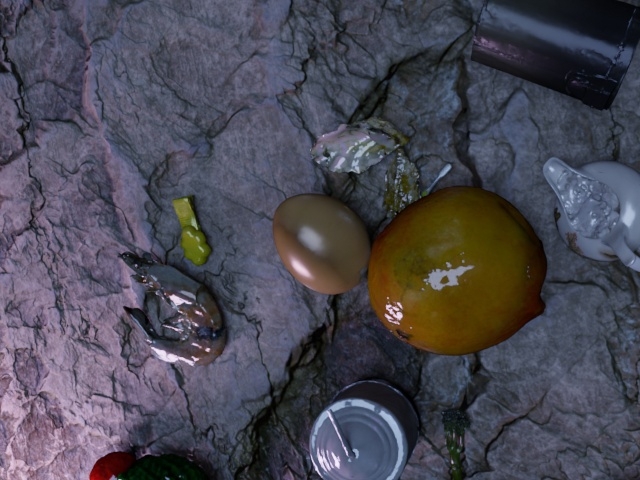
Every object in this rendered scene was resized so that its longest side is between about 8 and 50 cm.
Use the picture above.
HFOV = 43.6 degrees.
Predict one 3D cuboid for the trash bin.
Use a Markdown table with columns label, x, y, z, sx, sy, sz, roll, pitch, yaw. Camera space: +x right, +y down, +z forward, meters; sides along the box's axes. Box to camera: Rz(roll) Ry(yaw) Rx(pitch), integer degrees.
| label | x | y | z | sx | sy | sz | roll | pitch | yaw |
| --- | --- | --- | --- | --- | --- | --- | --- | --- | --- |
| trash bin | 0.465 | -0.402 | 1.585 | 0.302 | 0.203 | 0.252 | 23 | 63 | 13 |

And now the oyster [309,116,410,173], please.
| label | x | y | z | sx | sy | sz | roll | pitch | yaw |
| --- | --- | --- | --- | --- | --- | --- | --- | --- | --- |
| oyster | 0.078 | -0.222 | 1.793 | 0.209 | 0.072 | 0.133 | -26 | 119 | 31 |

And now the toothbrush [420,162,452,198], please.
| label | x | y | z | sx | sy | sz | roll | pitch | yaw |
| --- | --- | --- | --- | --- | --- | --- | --- | --- | --- |
| toothbrush | 0.207 | -0.071 | 1.795 | 0.022 | 0.026 | 0.263 | 44 | 106 | 13 |

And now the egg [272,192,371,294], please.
| label | x | y | z | sx | sy | sz | roll | pitch | yaw |
| --- | --- | --- | --- | --- | --- | --- | --- | --- | --- |
| egg | 0.000 | 0.000 | 1.765 | 0.201 | 0.201 | 0.244 | -42 | 114 | 17 |

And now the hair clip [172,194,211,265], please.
| label | x | y | z | sx | sy | sz | roll | pitch | yaw |
| --- | --- | --- | --- | --- | --- | --- | --- | --- | --- |
| hair clip | -0.312 | -0.023 | 1.941 | 0.072 | 0.046 | 0.173 | -9 | 96 | 21 |

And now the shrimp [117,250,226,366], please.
| label | x | y | z | sx | sy | sz | roll | pitch | yaw |
| --- | --- | --- | --- | --- | --- | --- | --- | --- | --- |
| shrimp | -0.384 | 0.168 | 1.976 | 0.360 | 0.085 | 0.247 | 46 | 113 | 3 |

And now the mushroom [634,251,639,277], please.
| label | x | y | z | sx | sy | sz | roll | pitch | yaw |
| --- | --- | --- | --- | --- | --- | --- | --- | --- | --- |
| mushroom | 0.749 | 0.047 | 1.574 | 0.218 | 0.212 | 0.291 | -29 | 95 | 10 |

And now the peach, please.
| label | x | y | z | sx | sy | sz | roll | pitch | yaw |
| --- | --- | --- | --- | --- | --- | --- | --- | --- | --- |
| peach | 0.283 | 0.063 | 1.649 | 0.373 | 0.290 | 0.372 | -9 | 58 | 15 |

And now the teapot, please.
| label | x | y | z | sx | sy | sz | roll | pitch | yaw |
| --- | --- | --- | --- | --- | --- | --- | --- | --- | --- |
| teapot | 0.571 | -0.053 | 1.606 | 0.204 | 0.139 | 0.298 | -55 | 52 | 25 |

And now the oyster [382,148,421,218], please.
| label | x | y | z | sx | sy | sz | roll | pitch | yaw |
| --- | --- | --- | --- | --- | --- | --- | --- | --- | --- |
| oyster | 0.184 | -0.114 | 1.783 | 0.122 | 0.045 | 0.146 | 39 | 107 | 11 |

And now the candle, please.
| label | x | y | z | sx | sy | sz | roll | pitch | yaw |
| --- | --- | --- | --- | --- | --- | --- | --- | --- | --- |
| candle | 0.096 | 0.428 | 1.734 | 0.222 | 0.342 | 0.221 | 1 | 92 | 14 |

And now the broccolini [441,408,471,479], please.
| label | x | y | z | sx | sy | sz | roll | pitch | yaw |
| --- | --- | --- | --- | --- | --- | --- | --- | --- | --- |
| broccolini | 0.318 | 0.489 | 1.833 | 0.067 | 0.058 | 0.216 | 5 | 109 | 51 |

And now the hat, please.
| label | x | y | z | sx | sy | sz | roll | pitch | yaw |
| --- | --- | --- | --- | --- | --- | --- | --- | --- | --- |
| hat | -0.437 | 0.644 | 1.997 | 0.332 | 0.242 | 0.274 | 21 | 79 | 36 |
